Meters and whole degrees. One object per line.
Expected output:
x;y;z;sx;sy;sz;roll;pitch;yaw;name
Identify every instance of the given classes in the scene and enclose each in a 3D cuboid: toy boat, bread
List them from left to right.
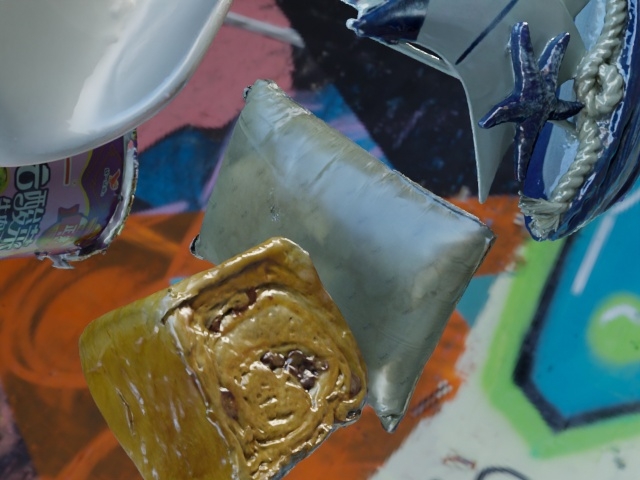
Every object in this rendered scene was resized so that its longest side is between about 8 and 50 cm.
-0.066;0.095;0.743;0.149;0.158;0.143;-19;-13;-45;bread
0.126;-0.099;0.692;0.291;0.070;0.210;-13;-79;-38;toy boat

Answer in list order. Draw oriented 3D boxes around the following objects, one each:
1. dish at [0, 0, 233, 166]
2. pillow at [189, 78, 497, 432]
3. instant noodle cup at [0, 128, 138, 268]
-0.145;-0.115;0.371;0.064;0.234;0.154;106;-177;-49;dish
0.000;0.000;0.907;0.074;0.302;0.185;4;-64;-47;pillow
-0.417;-0.106;1.255;0.266;0.339;0.340;-18;-55;-49;instant noodle cup
